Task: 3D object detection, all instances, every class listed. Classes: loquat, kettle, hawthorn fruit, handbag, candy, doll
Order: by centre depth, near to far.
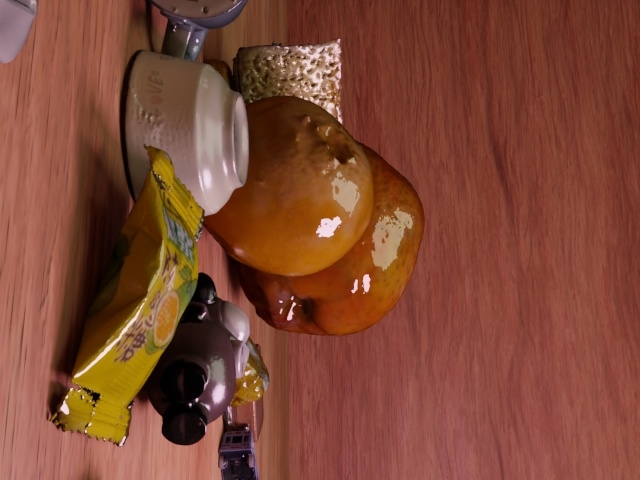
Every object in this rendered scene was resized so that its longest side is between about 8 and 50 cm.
[{"bbox_3d":[-0.186,0.060,0.668,0.187,0.081,0.297,82,18,-67],"label":"candy"},{"bbox_3d":[-0.161,0.153,0.837,0.257,0.117,0.182,-81,176,-76],"label":"doll"},{"bbox_3d":[-0.169,-0.343,0.884,0.243,0.160,0.210,-118,-136,-80],"label":"kettle"},{"bbox_3d":[-0.063,-0.090,1.115,0.328,0.328,0.328,-2,90,-88],"label":"loquat"},{"bbox_3d":[-0.165,0.330,1.351,0.151,0.072,0.193,-85,176,-76],"label":"handbag"},{"bbox_3d":[0.000,0.000,1.456,0.472,0.472,0.472,-2,90,-88],"label":"hawthorn fruit"}]

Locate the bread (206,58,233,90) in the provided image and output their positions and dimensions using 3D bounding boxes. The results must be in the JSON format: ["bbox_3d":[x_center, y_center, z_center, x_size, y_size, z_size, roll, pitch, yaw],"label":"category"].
[{"bbox_3d":[-0.197,-0.309,1.224,0.081,0.046,0.083,-81,170,-72],"label":"bread"}]

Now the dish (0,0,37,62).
[{"bbox_3d":[-0.222,-0.173,0.426,0.137,0.039,0.091,78,11,-73],"label":"dish"}]

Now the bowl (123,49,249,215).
[{"bbox_3d":[-0.167,-0.132,0.845,0.238,0.126,0.237,0,90,-88],"label":"bowl"}]

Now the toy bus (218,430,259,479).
[{"bbox_3d":[-0.160,0.472,1.290,0.076,0.073,0.167,-92,179,-63],"label":"toy bus"}]

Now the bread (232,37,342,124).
[{"bbox_3d":[-0.079,-0.368,1.371,0.279,0.248,0.315,93,-18,-47],"label":"bread"}]

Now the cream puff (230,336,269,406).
[{"bbox_3d":[-0.161,0.227,1.105,0.146,0.116,0.146,58,5,-9],"label":"cream puff"}]
